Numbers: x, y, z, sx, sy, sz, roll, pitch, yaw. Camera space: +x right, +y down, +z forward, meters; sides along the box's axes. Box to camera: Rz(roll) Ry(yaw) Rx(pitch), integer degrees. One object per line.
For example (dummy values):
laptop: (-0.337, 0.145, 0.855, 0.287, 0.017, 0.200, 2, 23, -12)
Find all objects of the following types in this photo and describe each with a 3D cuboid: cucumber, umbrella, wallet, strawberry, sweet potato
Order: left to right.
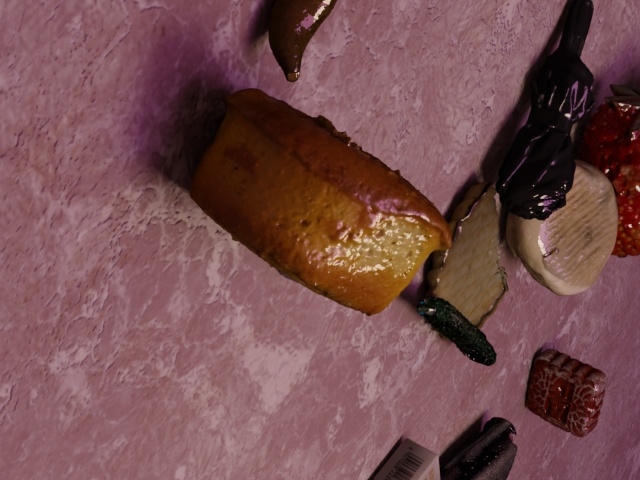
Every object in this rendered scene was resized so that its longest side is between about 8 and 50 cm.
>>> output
sweet potato: (-0.007, -0.281, 1.201, 0.069, 0.059, 0.249, 0, 106, -45)
cucumber: (0.197, 0.127, 1.747, 0.044, 0.043, 0.257, -63, 146, -9)
wallet: (0.238, 0.450, 2.073, 0.221, 0.071, 0.262, -34, 143, -44)
umbrella: (0.339, -0.194, 1.770, 0.118, 0.118, 0.340, 34, 68, -59)
strawberry: (0.515, -0.081, 1.977, 0.138, 0.233, 0.306, -34, 139, -58)

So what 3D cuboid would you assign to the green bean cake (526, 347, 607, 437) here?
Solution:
green bean cake: (0.442, 0.277, 2.206, 0.056, 0.136, 0.135, -29, 134, -46)

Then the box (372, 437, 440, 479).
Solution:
box: (0.092, 0.429, 1.822, 0.233, 0.067, 0.149, -47, 144, -30)

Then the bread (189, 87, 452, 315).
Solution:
bread: (-0.007, -0.038, 1.188, 0.145, 0.268, 0.268, -55, 150, 1)

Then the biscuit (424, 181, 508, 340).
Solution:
biscuit: (0.209, 0.051, 1.783, 0.187, 0.036, 0.273, -49, 146, -29)

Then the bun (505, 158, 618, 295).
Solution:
bun: (0.370, -0.027, 1.910, 0.210, 0.116, 0.237, -48, 130, -25)

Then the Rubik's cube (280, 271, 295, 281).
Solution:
Rubik's cube: (0.000, 0.000, 1.361, 0.092, 0.092, 0.092, -59, 150, -13)
